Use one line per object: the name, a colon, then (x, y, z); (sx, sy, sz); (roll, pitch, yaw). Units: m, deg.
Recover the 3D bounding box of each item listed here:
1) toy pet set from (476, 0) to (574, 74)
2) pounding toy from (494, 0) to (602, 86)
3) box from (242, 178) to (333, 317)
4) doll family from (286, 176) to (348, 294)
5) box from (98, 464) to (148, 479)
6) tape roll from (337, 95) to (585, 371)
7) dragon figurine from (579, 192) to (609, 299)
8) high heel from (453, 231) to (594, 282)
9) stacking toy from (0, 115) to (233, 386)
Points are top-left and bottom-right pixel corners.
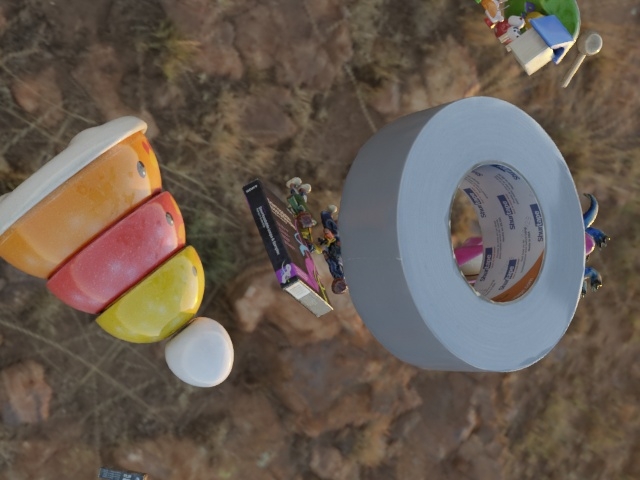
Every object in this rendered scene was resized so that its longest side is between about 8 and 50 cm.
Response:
toy pet set: (0.241, -0.262, 1.238); (0.065, 0.114, 0.122); (-36, 160, 10)
pounding toy: (0.461, -0.441, 2.212); (0.110, 0.237, 0.183); (-33, 168, -34)
box: (-0.042, 0.010, 1.338); (0.029, 0.162, 0.116); (-30, 150, 10)
doll family: (0.000, 0.000, 1.536); (0.076, 0.111, 0.193); (-40, 125, 21)
box: (-0.368, 0.439, 1.951); (0.067, 0.083, 0.018); (110, -9, -81)
tape roll: (0.119, -0.003, 0.845); (0.219, 0.072, 0.219); (6, 81, -37)
dragon figurine: (0.416, 0.011, 1.822); (0.144, 0.085, 0.289); (21, 67, -10)
high heel: (0.304, 0.030, 1.646); (0.117, 0.244, 0.082); (-44, 125, -43)
stacking toy: (-0.318, 0.056, 1.817); (0.350, 0.350, 0.480); (-41, 97, -21)
